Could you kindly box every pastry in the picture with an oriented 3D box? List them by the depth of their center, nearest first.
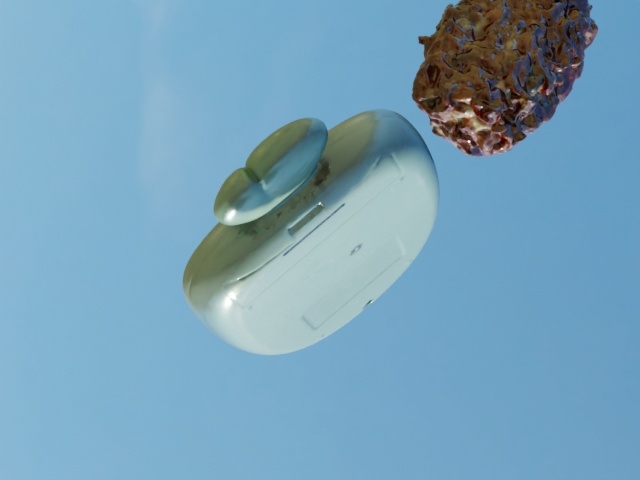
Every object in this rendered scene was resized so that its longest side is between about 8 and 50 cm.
[{"bbox_3d":[0.146,-0.147,1.222,0.115,0.097,0.208,16,-129,20],"label":"pastry"}]

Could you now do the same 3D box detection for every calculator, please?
[{"bbox_3d":[0.000,0.000,0.998,0.184,0.295,0.042,-40,-110,-1],"label":"calculator"}]
